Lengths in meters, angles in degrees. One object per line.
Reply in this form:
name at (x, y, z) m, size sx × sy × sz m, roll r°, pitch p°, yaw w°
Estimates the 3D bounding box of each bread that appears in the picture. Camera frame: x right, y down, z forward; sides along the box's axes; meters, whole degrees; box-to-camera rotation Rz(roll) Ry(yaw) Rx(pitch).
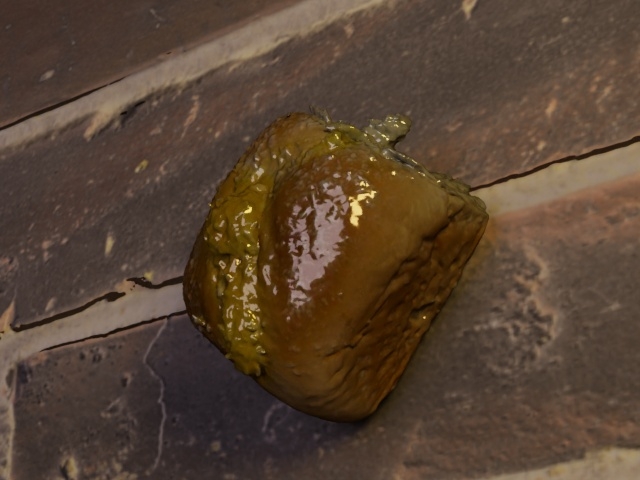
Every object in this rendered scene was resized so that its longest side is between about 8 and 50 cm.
bread at (0.000, 0.000, 1.211) m, size 0.195 × 0.176 × 0.246 m, roll 32°, pitch 91°, yaw 40°
